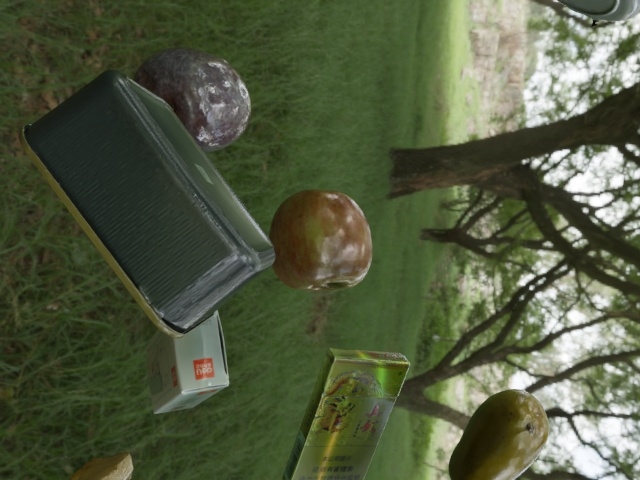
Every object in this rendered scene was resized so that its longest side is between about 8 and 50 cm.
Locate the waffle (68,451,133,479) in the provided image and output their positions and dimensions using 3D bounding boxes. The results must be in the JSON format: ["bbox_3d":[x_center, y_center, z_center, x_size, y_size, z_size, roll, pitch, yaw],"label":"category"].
[{"bbox_3d":[-0.288,0.489,0.726,0.304,0.077,0.349,14,58,-89],"label":"waffle"}]

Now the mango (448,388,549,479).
[{"bbox_3d":[0.312,0.373,1.025,0.251,0.114,0.156,-55,-170,28],"label":"mango"}]

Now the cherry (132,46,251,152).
[{"bbox_3d":[-0.176,-0.203,0.813,0.176,0.176,0.140,-66,173,-60],"label":"cherry"}]

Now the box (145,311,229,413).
[{"bbox_3d":[-0.234,0.207,0.956,0.269,0.079,0.135,-42,-124,57],"label":"box"}]

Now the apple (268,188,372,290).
[{"bbox_3d":[0.000,0.000,1.002,0.188,0.188,0.174,46,40,-77],"label":"apple"}]

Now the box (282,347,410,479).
[{"bbox_3d":[0.048,0.359,1.110,0.043,0.172,0.312,47,-58,58],"label":"box"}]

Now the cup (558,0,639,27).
[{"bbox_3d":[0.237,-0.253,0.352,0.202,0.221,0.166,-47,143,14],"label":"cup"}]

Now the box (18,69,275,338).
[{"bbox_3d":[-0.129,-0.032,0.466,0.201,0.090,0.144,54,4,1],"label":"box"}]
